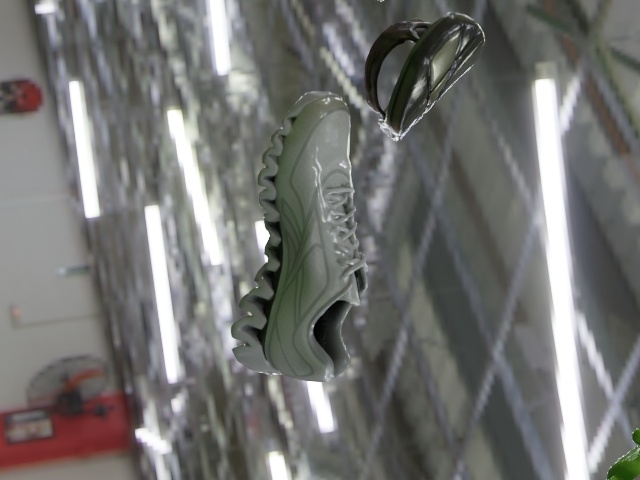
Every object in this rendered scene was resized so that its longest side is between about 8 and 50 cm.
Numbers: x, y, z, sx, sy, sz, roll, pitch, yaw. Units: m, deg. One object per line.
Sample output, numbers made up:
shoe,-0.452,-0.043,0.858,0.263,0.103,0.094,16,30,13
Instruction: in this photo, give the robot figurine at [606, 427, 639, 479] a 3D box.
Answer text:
robot figurine,0.311,0.217,1.461,0.067,0.115,0.101,34,-35,42

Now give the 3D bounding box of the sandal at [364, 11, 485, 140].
sandal,0.084,-0.166,1.588,0.086,0.120,0.303,44,-8,0

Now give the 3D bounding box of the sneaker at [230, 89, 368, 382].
sneaker,0.000,0.000,1.562,0.118,0.110,0.292,17,-76,37

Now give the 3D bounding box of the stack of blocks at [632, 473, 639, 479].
stack of blocks,0.297,0.255,1.245,0.087,0.171,0.297,43,-29,28
